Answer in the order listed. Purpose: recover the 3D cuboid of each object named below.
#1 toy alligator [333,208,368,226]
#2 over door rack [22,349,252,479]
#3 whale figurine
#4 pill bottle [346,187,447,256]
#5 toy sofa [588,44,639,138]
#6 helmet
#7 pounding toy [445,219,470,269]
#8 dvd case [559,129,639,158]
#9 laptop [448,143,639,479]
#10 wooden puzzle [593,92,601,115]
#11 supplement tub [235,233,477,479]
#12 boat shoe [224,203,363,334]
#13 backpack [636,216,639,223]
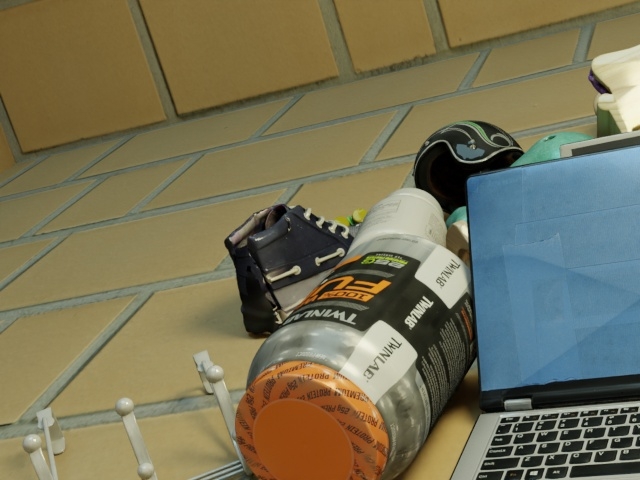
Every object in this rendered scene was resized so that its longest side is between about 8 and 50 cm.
[{"bbox_3d":[0.031,-0.002,1.949,0.189,0.056,0.051,-23,58,-17],"label":"toy alligator"},{"bbox_3d":[-0.221,0.219,1.394,0.239,0.108,0.324,-19,17,-10],"label":"over door rack"},{"bbox_3d":[0.307,-0.071,1.733,0.272,0.141,0.216,-17,17,9],"label":"whale figurine"},{"bbox_3d":[0.115,0.008,1.689,0.131,0.131,0.229,-12,18,16],"label":"pill bottle"},{"bbox_3d":[0.586,-0.230,1.752,0.362,0.177,0.150,-24,-24,4],"label":"toy sofa"},{"bbox_3d":[0.240,-0.117,1.913,0.169,0.169,0.161,-26,35,-27],"label":"helmet"},{"bbox_3d":[0.260,0.029,1.441,0.155,0.154,0.269,-23,18,-18],"label":"pounding toy"},{"bbox_3d":[0.439,-0.059,1.525,0.238,0.179,0.029,-10,-11,22],"label":"dvd case"},{"bbox_3d":[0.292,0.082,1.099,0.382,0.236,0.408,-10,18,26],"label":"laptop"},{"bbox_3d":[0.642,-0.207,1.962,0.322,0.080,0.348,-15,22,8],"label":"wooden puzzle"},{"bbox_3d":[0.047,0.134,1.252,0.193,0.193,0.316,-8,19,27],"label":"supplement tub"},{"bbox_3d":[0.000,0.000,1.779,0.127,0.158,0.340,-2,23,42],"label":"boat shoe"},{"bbox_3d":[0.446,-0.019,1.319,0.263,0.213,0.276,-6,12,8],"label":"backpack"}]
